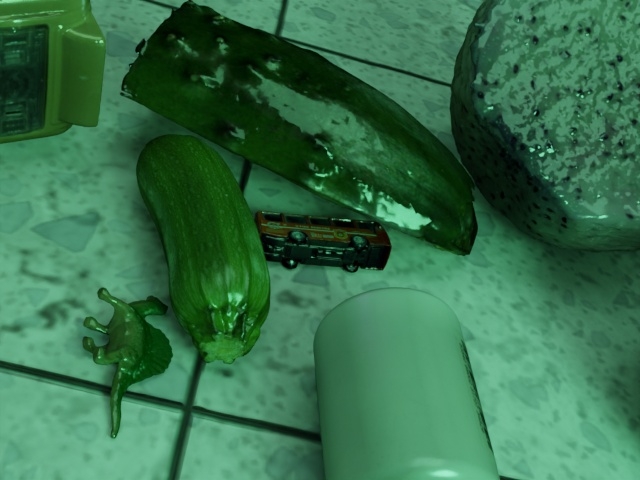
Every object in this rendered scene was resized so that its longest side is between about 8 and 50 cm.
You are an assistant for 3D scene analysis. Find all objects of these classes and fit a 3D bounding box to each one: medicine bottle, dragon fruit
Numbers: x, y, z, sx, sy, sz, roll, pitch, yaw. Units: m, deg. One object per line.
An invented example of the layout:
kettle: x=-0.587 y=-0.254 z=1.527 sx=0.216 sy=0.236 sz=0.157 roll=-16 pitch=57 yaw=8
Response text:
medicine bottle: x=0.052 y=0.127 z=0.555 sx=0.103 sy=0.102 sz=0.186 roll=7 pitch=43 yaw=-14
dragon fruit: x=0.228 y=-0.107 z=0.822 sx=0.221 sy=0.204 sz=0.283 roll=-33 pitch=84 yaw=-12

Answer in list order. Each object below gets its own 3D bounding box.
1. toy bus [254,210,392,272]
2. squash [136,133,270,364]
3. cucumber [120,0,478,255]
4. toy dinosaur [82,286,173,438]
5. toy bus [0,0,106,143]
toy bus: x=0.000 y=0.000 z=0.728 sx=0.110 sy=0.031 sz=0.043 roll=5 pitch=36 yaw=-16
squash: x=-0.086 y=-0.004 z=0.669 sx=0.077 sy=0.068 sz=0.219 roll=-15 pitch=50 yaw=-8
cucumber: x=0.000 y=-0.096 z=0.760 sx=0.325 sy=0.105 sz=0.145 roll=30 pitch=9 yaw=6
toy dinosaur: x=-0.125 y=0.076 z=0.602 sx=0.060 sy=0.029 sz=0.119 roll=18 pitch=40 yaw=-29
toy bus: x=-0.343 y=-0.157 z=0.661 sx=0.365 sy=0.177 sz=0.202 roll=-14 pitch=54 yaw=-28
